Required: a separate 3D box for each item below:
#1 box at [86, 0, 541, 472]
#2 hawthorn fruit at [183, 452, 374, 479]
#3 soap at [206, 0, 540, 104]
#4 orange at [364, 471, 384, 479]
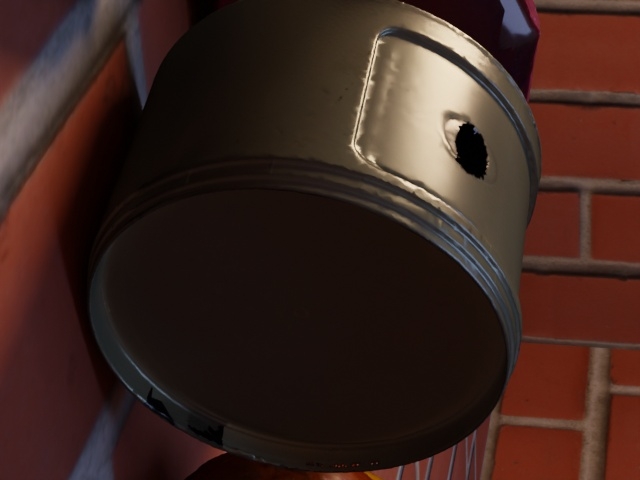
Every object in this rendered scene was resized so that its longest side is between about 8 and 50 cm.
[{"bbox_3d":[0.000,0.000,0.899,0.226,0.226,0.149,83,15,-45],"label":"box"},{"bbox_3d":[-0.022,0.196,1.018,0.200,0.179,0.179,-93,178,-47],"label":"hawthorn fruit"},{"bbox_3d":[0.031,-0.124,1.080,0.127,0.220,0.325,-67,166,-52],"label":"soap"},{"bbox_3d":[0.002,0.240,1.226,0.134,0.156,0.157,17,72,-37],"label":"orange"}]
